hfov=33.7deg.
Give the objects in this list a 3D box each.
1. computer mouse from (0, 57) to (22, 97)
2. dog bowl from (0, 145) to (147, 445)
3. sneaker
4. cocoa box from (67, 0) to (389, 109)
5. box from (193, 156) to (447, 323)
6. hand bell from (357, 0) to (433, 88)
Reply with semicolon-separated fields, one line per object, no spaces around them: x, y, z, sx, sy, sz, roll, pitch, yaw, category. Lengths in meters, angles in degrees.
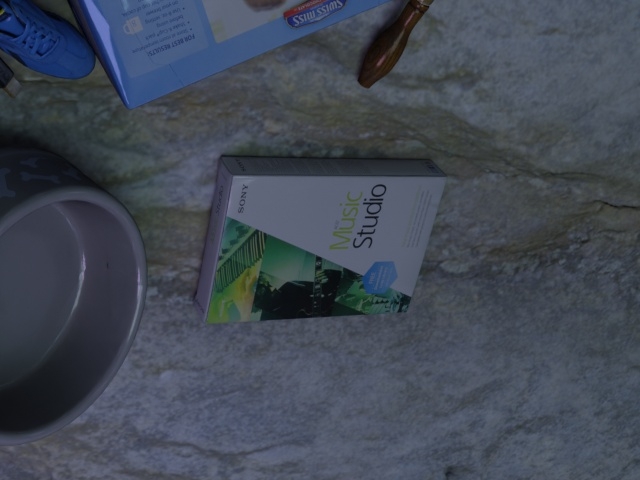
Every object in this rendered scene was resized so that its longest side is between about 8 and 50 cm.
-0.404;-0.116;1.189;0.184;0.060;0.262;-35;123;-4;computer mouse
-0.336;0.073;1.204;0.349;0.102;0.349;-36;136;-45;dog bowl
-0.326;-0.227;1.133;0.069;0.082;0.209;-49;130;8;sneaker
-0.102;-0.331;1.074;0.347;0.228;0.231;-25;129;-9;cocoa box
0.000;0.000;1.455;0.322;0.058;0.232;-1;121;-24;box
0.116;-0.287;1.308;0.126;0.126;0.242;16;125;-33;hand bell
